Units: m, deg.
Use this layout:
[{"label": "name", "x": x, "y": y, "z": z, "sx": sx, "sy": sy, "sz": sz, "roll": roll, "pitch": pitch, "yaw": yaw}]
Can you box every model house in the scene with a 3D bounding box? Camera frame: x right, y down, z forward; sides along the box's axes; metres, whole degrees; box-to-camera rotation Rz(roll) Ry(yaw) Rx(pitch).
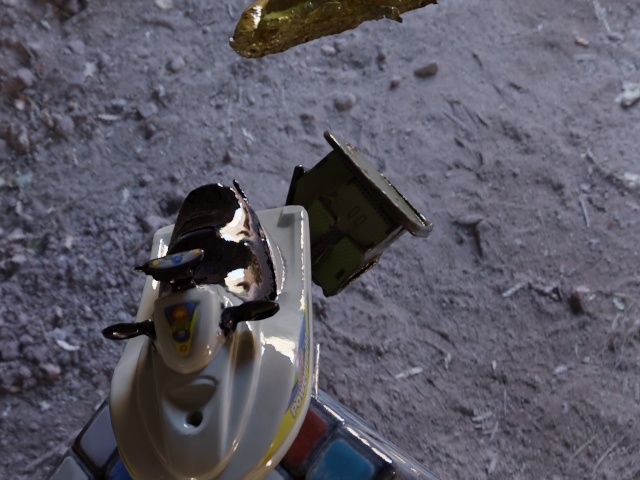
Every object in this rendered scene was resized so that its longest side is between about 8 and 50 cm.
[{"label": "model house", "x": 0.000, "y": 0.000, "z": 1.166, "sx": 0.278, "sy": 0.218, "sz": 0.205, "roll": -43, "pitch": 79, "yaw": 12}]

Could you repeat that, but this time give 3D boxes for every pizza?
[{"label": "pizza", "x": 0.050, "y": -0.327, "z": 0.985, "sx": 0.287, "sy": 0.075, "sz": 0.280, "roll": -5, "pitch": 30, "yaw": 28}]

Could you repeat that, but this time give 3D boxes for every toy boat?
[{"label": "toy boat", "x": -0.071, "y": 0.047, "z": 0.526, "sx": 0.140, "sy": 0.141, "sz": 0.269, "roll": -15, "pitch": 23, "yaw": 7}]

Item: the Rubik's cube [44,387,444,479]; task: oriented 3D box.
[{"label": "Rubik's cube", "x": -0.057, "y": 0.276, "z": 0.714, "sx": 0.291, "sy": 0.287, "sz": 0.293, "roll": 27, "pitch": 78, "yaw": 38}]
